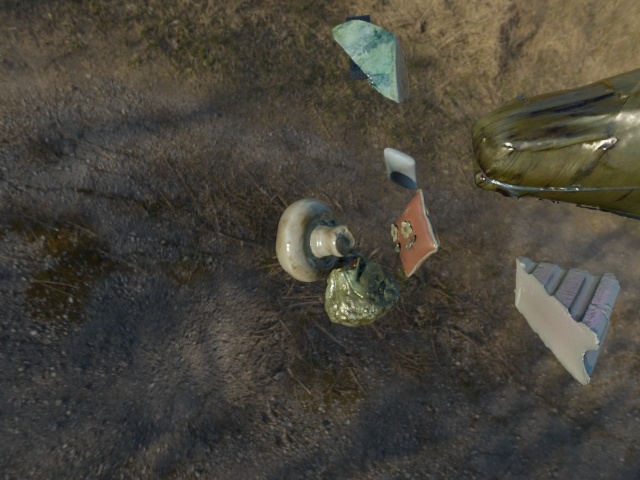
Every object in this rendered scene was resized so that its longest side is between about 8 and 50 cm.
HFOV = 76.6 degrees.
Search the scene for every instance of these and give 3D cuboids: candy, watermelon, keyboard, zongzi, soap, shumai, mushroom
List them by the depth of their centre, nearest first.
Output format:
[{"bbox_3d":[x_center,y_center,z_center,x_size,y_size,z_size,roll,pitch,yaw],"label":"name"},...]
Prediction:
[{"bbox_3d":[0.390,-0.167,0.505,0.322,0.360,0.160,5,68,0],"label":"zongzi"},{"bbox_3d":[0.097,-0.320,0.702,0.081,0.094,0.180,-43,95,17],"label":"watermelon"},{"bbox_3d":[0.099,-0.471,0.984,0.063,0.010,0.198,-4,70,2],"label":"keyboard"},{"bbox_3d":[0.596,0.187,1.055,0.302,0.257,0.159,-30,127,-42],"label":"soap"},{"bbox_3d":[0.000,0.000,1.150,0.243,0.243,0.244,6,71,-18],"label":"mushroom"},{"bbox_3d":[0.115,0.138,1.307,0.255,0.189,0.218,-32,107,-17],"label":"shumai"},{"bbox_3d":[0.309,-0.275,1.565,0.138,0.174,0.071,34,75,29],"label":"candy"}]

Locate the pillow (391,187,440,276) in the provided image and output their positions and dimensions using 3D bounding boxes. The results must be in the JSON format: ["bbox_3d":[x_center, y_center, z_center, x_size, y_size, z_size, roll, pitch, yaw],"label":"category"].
[{"bbox_3d":[0.234,-0.016,1.025,0.075,0.179,0.171,-2,64,-13],"label":"pillow"}]
